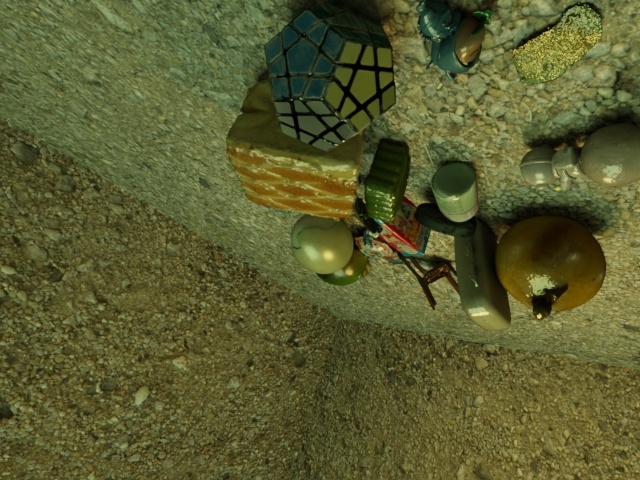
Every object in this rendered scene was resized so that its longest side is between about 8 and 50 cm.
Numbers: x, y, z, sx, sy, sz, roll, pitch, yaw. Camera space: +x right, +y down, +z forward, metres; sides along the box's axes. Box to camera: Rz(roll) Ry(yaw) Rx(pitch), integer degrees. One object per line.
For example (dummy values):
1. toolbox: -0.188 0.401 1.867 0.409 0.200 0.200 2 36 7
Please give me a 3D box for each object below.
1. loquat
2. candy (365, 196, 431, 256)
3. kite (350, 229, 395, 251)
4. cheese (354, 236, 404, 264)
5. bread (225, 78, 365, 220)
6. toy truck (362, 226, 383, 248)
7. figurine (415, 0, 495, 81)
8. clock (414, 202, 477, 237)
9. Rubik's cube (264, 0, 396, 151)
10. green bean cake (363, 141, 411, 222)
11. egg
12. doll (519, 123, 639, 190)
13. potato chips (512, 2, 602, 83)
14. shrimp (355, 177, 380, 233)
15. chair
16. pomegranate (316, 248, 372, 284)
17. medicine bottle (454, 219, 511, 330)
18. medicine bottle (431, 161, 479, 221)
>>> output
1. loquat: 0.739 0.097 1.407 0.328 0.360 0.328 17 148 11
2. candy: 0.297 -0.072 1.650 0.305 0.157 0.100 35 155 -35
3. kite: 0.252 0.028 2.171 0.327 0.013 0.377 33 157 -34
4. cheese: 0.282 0.048 2.061 0.286 0.074 0.189 32 159 -29
5. bread: -0.053 -0.261 1.299 0.389 0.279 0.371 14 163 7
6. toy truck: 0.179 -0.013 1.547 0.056 0.090 0.073 24 159 -14
7. figurine: 0.265 -0.417 0.855 0.178 0.114 0.144 38 153 -23
8. clock: 0.433 -0.074 1.496 0.214 0.042 0.215 11 -156 -5
9. Rubik's cube: 0.021 -0.364 0.974 0.318 0.319 0.264 9 -175 26
10. green bean cake: 0.212 -0.182 1.373 0.113 0.200 0.214 15 161 16
11. egg: 0.000 0.000 1.938 0.278 0.278 0.336 9 158 26
12. doll: 0.625 -0.192 1.053 0.151 0.151 0.287 32 160 -32
13. potato chips: 0.463 -0.383 0.869 0.142 0.026 0.209 12 161 12
14. shrimp: 0.138 -0.145 1.518 0.058 0.296 0.169 -16 130 -14
15. chair: 0.536 0.154 2.094 0.326 0.183 0.176 61 178 26
16. pomegranate: 0.113 0.136 2.234 0.358 0.216 0.309 28 169 -38
17. medicine bottle: 0.586 0.126 1.572 0.123 0.375 0.282 -21 139 35
18. medicine bottle: 0.428 -0.148 1.361 0.135 0.135 0.168 7 157 30
